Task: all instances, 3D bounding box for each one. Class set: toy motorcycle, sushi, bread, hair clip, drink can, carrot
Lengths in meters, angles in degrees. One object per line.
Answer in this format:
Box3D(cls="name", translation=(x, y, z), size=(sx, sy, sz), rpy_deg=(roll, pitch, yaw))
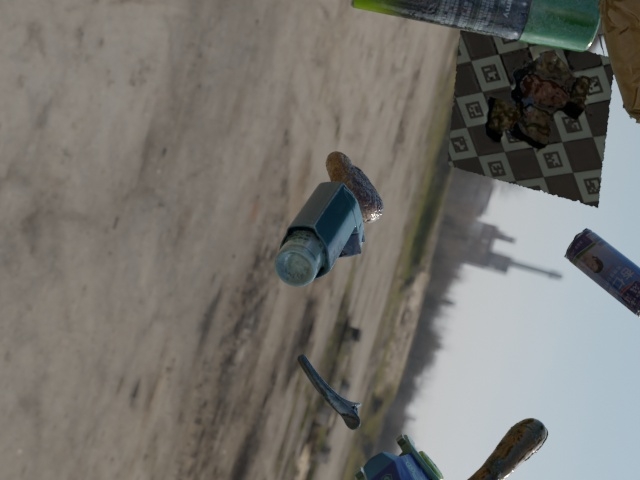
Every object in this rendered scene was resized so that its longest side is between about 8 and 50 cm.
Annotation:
Box3D(cls="toy motorcycle", translation=(0.186, 0.598, 2.615), size=(0.191, 0.200, 0.326), rpy_deg=(-39, 180, 1))
Box3D(cls="sushi", translation=(0.362, -0.221, 1.797), size=(0.059, 0.294, 0.292), rpy_deg=(-39, 140, -42))
Box3D(cls="bread", translation=(0.413, -0.238, 1.172), size=(0.210, 0.110, 0.192), rpy_deg=(142, -68, -73))
Box3D(cls="hair clip", translation=(0.020, 0.333, 2.364), size=(0.229, 0.039, 0.070), rpy_deg=(50, 30, -32))
Box3D(cls="drink can", translation=(0.691, 0.076, 2.488), size=(0.097, 0.235, 0.097), rpy_deg=(-32, 147, -24))
Box3D(cls="bread", translation=(0.078, -0.120, 2.350), size=(0.064, 0.193, 0.193), rpy_deg=(-33, -176, 13))
Box3D(cls="carrot", translation=(0.224, 0.312, 1.416), size=(0.254, 0.049, 0.049), rpy_deg=(-33, 149, -35))

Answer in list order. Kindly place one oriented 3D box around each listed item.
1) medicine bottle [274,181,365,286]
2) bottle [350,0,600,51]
Box3D(cls="medicine bottle", translation=(0.000, 0.000, 1.579), size=(0.258, 0.079, 0.124), rpy_deg=(-55, 142, -63))
Box3D(cls="bottle", translation=(0.210, -0.329, 1.436), size=(0.093, 0.330, 0.093), rpy_deg=(-169, -90, -89))
